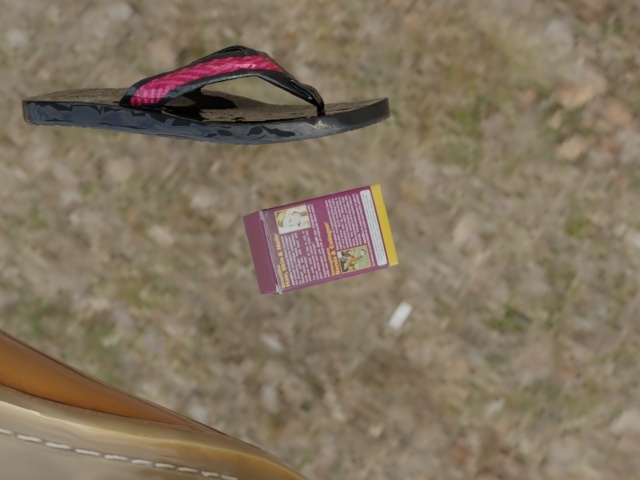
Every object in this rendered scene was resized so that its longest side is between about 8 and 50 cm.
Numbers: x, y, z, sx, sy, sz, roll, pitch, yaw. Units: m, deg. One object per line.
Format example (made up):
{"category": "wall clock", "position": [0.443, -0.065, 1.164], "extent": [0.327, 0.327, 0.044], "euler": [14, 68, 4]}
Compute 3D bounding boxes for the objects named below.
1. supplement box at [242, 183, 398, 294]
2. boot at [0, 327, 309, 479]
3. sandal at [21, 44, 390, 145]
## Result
{"category": "supplement box", "position": [0.000, 0.000, 1.235], "extent": [0.043, 0.083, 0.055], "euler": [167, 91, -72]}
{"category": "boot", "position": [-0.133, 0.029, 0.513], "extent": [0.283, 0.109, 0.220], "euler": [16, -158, -51]}
{"category": "sandal", "position": [-0.056, -0.068, 0.881], "extent": [0.179, 0.067, 0.040], "euler": [5, 101, 23]}
